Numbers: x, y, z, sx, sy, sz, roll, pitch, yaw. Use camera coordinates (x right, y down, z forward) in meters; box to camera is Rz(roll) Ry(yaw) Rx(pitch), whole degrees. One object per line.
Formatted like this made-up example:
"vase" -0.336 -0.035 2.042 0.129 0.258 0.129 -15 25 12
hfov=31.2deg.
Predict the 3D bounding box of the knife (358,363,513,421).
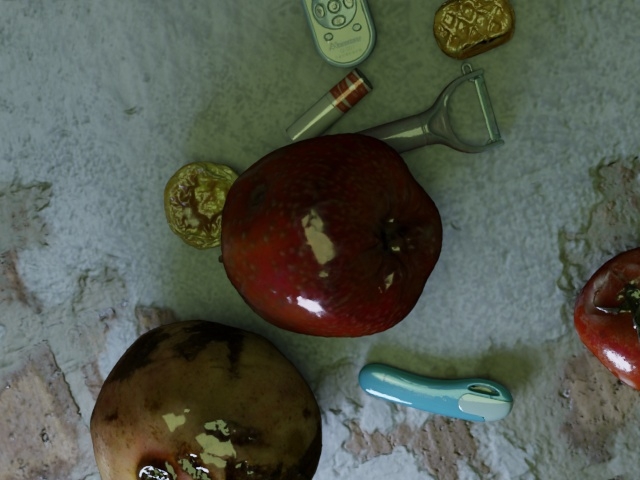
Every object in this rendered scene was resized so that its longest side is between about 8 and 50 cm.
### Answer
"knife" 0.162 0.213 1.624 0.222 0.031 0.064 10 105 12

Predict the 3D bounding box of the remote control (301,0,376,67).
"remote control" 0.010 -0.353 1.550 0.087 0.047 0.244 -15 97 16

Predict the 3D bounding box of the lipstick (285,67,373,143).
"lipstick" 0.012 -0.181 1.581 0.130 0.038 0.038 -40 91 14

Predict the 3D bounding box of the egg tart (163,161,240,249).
"egg tart" -0.159 -0.050 1.627 0.130 0.052 0.130 1 98 10

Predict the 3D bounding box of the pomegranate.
"pomegranate" -0.156 0.264 1.568 0.322 0.322 0.322 2 100 10

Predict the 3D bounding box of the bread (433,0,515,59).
"bread" 0.204 -0.289 1.527 0.110 0.044 0.083 -19 94 15

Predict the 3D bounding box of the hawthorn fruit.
"hawthorn fruit" 0.000 0.000 1.499 0.299 0.275 0.275 -10 97 23

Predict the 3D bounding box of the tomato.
"tomato" 0.429 0.103 1.491 0.187 0.151 0.187 -17 55 25

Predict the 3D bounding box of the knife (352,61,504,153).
"knife" 0.100 -0.150 1.567 0.278 0.053 0.123 -16 91 11
